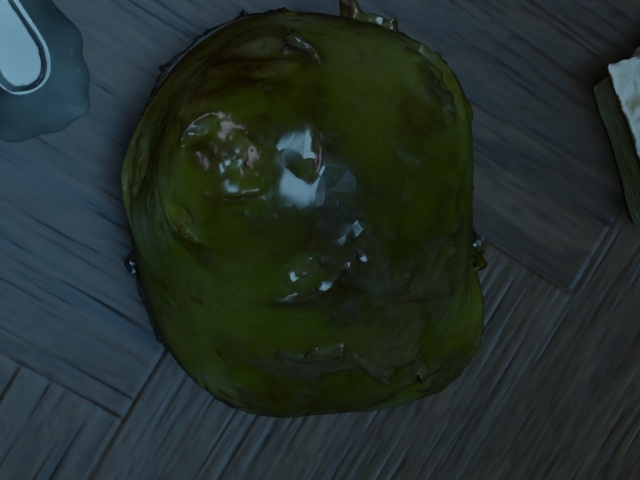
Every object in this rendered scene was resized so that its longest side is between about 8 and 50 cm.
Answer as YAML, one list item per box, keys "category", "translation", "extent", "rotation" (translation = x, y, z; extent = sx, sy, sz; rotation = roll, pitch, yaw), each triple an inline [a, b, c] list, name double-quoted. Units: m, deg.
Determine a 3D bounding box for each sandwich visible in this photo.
- category: "sandwich"
  translation: [0.307, -0.114, 0.984]
  extent: [0.193, 0.058, 0.162]
  rotation: [-21, 101, -9]

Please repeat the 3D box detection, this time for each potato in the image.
- category: "potato"
  translation: [0.000, 0.000, 0.853]
  extent: [0.246, 0.196, 0.299]
  rotation: [-26, 105, -8]

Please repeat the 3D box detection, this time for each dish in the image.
- category: "dish"
  translation: [-0.202, -0.133, 0.859]
  extent: [0.091, 0.039, 0.137]
  rotation: [-12, 102, -12]
